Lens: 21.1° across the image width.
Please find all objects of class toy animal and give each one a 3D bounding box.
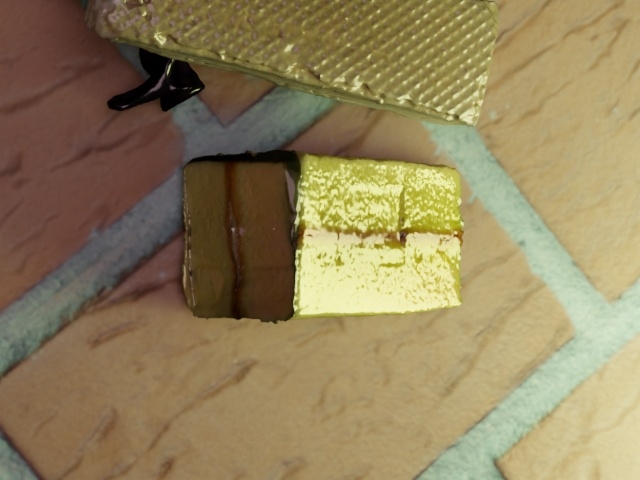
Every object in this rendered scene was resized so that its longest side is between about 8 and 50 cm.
[{"bbox_3d":[-0.216,-0.270,1.667,0.324,0.090,0.195,42,80,-12],"label":"toy animal"}]

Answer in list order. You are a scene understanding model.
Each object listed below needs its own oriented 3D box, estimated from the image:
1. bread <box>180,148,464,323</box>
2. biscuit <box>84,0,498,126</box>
[{"bbox_3d":[0.004,0.000,1.749,0.264,0.163,0.167,3,87,-46],"label":"bread"},{"bbox_3d":[-0.021,-0.215,1.675,0.426,0.078,0.144,13,89,-28],"label":"biscuit"}]
